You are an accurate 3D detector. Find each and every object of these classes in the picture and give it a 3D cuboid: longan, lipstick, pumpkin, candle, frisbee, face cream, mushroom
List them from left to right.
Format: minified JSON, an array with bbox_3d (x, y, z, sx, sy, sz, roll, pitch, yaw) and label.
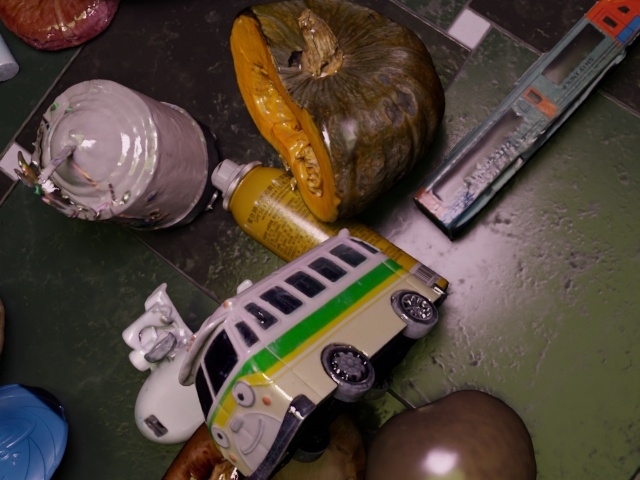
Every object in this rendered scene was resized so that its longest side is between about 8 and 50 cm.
[{"bbox_3d":[-0.461,0.287,1.115,0.242,0.045,0.242,-10,43,9],"label":"frisbee"},{"bbox_3d":[-0.522,-0.321,1.276,0.048,0.048,0.158,-33,78,5],"label":"lipstick"},{"bbox_3d":[-0.266,-0.107,1.064,0.188,0.330,0.187,-1,87,16],"label":"candle"},{"bbox_3d":[-0.080,0.306,1.002,0.297,0.278,0.163,-48,54,0],"label":"mushroom"},{"bbox_3d":[0.000,0.000,1.108,0.349,0.105,0.105,34,89,12],"label":"face cream"},{"bbox_3d":[0.037,-0.202,1.053,0.232,0.242,0.325,-24,61,-15],"label":"pumpkin"},{"bbox_3d":[0.160,0.282,0.995,0.213,0.198,0.198,-7,79,-27],"label":"longan"}]

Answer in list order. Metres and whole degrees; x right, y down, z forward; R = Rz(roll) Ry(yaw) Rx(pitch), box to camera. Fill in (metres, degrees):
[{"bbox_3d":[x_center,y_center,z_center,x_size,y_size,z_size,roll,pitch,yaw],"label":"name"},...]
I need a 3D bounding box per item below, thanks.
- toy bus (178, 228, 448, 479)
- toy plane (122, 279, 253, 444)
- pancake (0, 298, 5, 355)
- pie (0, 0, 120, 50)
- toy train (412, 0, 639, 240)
[{"bbox_3d":[-0.011,0.115,0.914,0.179,0.305,0.143,40,129,14],"label":"toy bus"},{"bbox_3d":[-0.137,0.169,1.101,0.267,0.122,0.266,0,95,-2],"label":"toy plane"},{"bbox_3d":[-0.583,0.158,1.197,0.288,0.033,0.286,-31,63,5],"label":"pancake"},{"bbox_3d":[-0.405,-0.395,1.261,0.204,0.054,0.218,-35,78,3],"label":"pie"},{"bbox_3d":[0.285,-0.176,1.089,0.089,0.086,0.409,43,91,15],"label":"toy train"}]
